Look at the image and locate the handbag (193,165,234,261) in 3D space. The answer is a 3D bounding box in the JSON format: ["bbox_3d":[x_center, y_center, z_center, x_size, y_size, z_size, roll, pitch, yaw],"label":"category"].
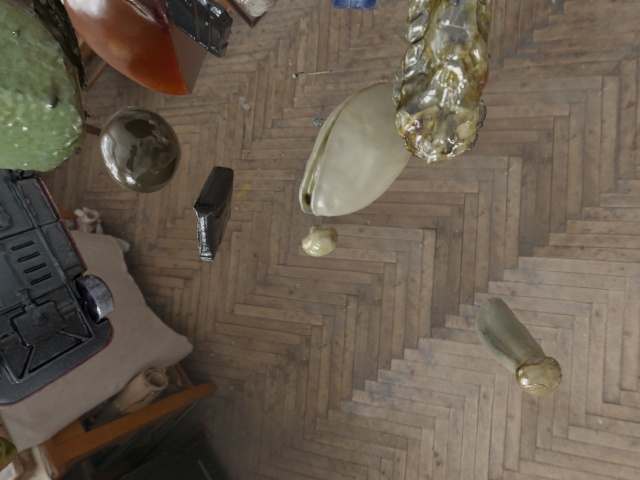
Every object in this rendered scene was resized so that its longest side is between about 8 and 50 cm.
[{"bbox_3d":[-0.327,-0.085,1.287,0.080,0.246,0.222,8,133,-1],"label":"handbag"}]

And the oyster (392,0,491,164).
[{"bbox_3d":[0.153,-0.270,0.532,0.129,0.079,0.344,8,114,29],"label":"oyster"}]

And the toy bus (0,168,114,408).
[{"bbox_3d":[-0.504,0.016,0.590,0.233,0.203,0.426,-9,107,37],"label":"toy bus"}]

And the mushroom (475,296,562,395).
[{"bbox_3d":[0.590,0.326,1.264,0.138,0.407,0.154,27,107,-5],"label":"mushroom"}]

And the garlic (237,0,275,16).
[{"bbox_3d":[-0.179,-0.671,1.042,0.147,0.159,0.101,19,71,50],"label":"garlic"}]

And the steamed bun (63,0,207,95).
[{"bbox_3d":[-0.391,-0.501,0.877,0.249,0.379,0.234,18,81,-7],"label":"steamed bun"}]

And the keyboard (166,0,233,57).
[{"bbox_3d":[-0.179,-0.323,0.593,0.106,0.262,0.016,33,93,-20],"label":"keyboard"}]

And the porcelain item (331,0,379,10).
[{"bbox_3d":[0.078,-0.604,0.914,0.115,0.147,0.147,1,85,-1],"label":"porcelain item"}]

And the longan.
[{"bbox_3d":[-0.515,-0.254,1.157,0.249,0.248,0.247,-2,85,19],"label":"longan"}]

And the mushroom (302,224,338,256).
[{"bbox_3d":[0.000,0.000,1.533,0.148,0.148,0.112,-27,70,15],"label":"mushroom"}]

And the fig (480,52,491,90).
[{"bbox_3d":[0.554,-0.638,1.540,0.206,0.205,0.204,-2,85,19],"label":"fig"}]

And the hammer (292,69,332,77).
[{"bbox_3d":[-0.032,-0.752,1.822,0.182,0.062,0.017,5,123,26],"label":"hammer"}]

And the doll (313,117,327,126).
[{"bbox_3d":[0.027,-0.523,1.804,0.027,0.126,0.037,-15,80,61],"label":"doll"}]

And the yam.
[{"bbox_3d":[-0.358,-0.202,0.413,0.201,0.203,0.271,-55,52,41],"label":"yam"}]

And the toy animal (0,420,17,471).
[{"bbox_3d":[-0.342,0.205,0.351,0.136,0.181,0.073,22,89,23],"label":"toy animal"}]

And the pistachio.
[{"bbox_3d":[0.077,-0.185,0.882,0.208,0.226,0.331,41,99,34],"label":"pistachio"}]
